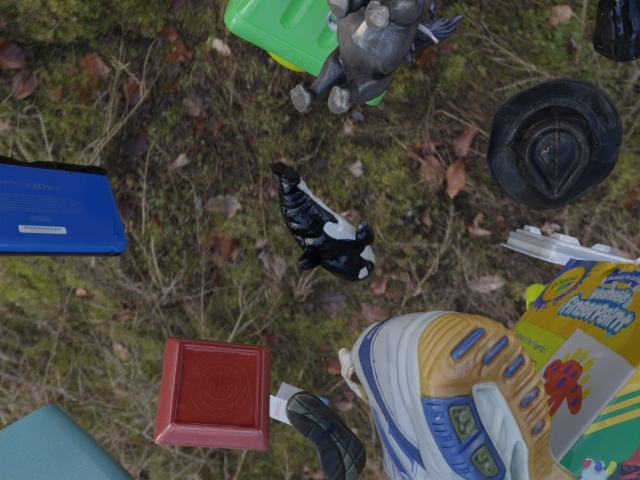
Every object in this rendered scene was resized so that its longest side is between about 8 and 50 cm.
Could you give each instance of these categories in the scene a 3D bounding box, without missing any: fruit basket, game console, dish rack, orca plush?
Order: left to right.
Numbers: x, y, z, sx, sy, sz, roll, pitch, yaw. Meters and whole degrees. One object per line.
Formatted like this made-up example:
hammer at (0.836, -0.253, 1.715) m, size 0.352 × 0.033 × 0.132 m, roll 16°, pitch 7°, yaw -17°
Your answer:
game console at (-0.506, -0.051, 1.039) m, size 0.293 × 0.250 × 0.173 m, roll 2°, pitch 148°, yaw -48°
fruit basket at (-0.024, -0.446, 1.342) m, size 0.392 × 0.283 × 0.392 m, roll 6°, pitch 150°, yaw 3°
orca plush at (0.000, 0.000, 1.048) m, size 0.151 × 0.102 × 0.287 m, roll 9°, pitch 150°, yaw 27°
dish rack at (0.629, 0.034, 1.523) m, size 0.332 × 0.285 × 0.072 m, roll 13°, pitch 97°, yaw -8°

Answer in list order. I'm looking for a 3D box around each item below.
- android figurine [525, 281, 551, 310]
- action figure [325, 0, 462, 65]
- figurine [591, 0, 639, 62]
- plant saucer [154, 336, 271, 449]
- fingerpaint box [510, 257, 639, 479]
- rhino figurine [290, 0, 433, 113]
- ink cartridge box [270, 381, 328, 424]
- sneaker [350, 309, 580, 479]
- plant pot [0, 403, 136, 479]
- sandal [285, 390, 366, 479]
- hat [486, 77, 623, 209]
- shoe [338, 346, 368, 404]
android figurine at (0.467, 0.180, 1.178) m, size 0.248 × 0.273 × 0.056 m, roll 41°, pitch 124°, yaw -10°
action figure at (0.092, -0.315, 0.908) m, size 0.164 × 0.276 × 0.141 m, roll -26°, pitch 105°, yaw 2°
figurine at (0.506, -0.409, 0.947) m, size 0.215 × 0.092 × 0.209 m, roll -38°, pitch 144°, yaw -5°
plant saucer at (-0.238, 0.343, 1.479) m, size 0.258 × 0.259 × 0.048 m, roll 8°, pitch 145°, yaw -14°
fingerpaint box at (0.312, 0.212, 0.766) m, size 0.163 × 0.445 × 0.371 m, roll 39°, pitch 92°, yaw 4°
rhino figurine at (0.060, -0.213, 0.567) m, size 0.073 × 0.106 × 0.243 m, roll 43°, pitch 137°, yaw 11°
ink cartridge box at (-0.077, 0.477, 1.836) m, size 0.181 × 0.061 × 0.104 m, roll 20°, pitch 130°, yaw 8°
sneaker at (0.116, 0.183, 0.467) m, size 0.112 × 0.131 × 0.296 m, roll -24°, pitch 99°, yaw -28°
plant pot at (-0.124, 0.214, 0.327) m, size 0.165 × 0.234 × 0.165 m, roll -29°, pitch 172°, yaw -23°
sandal at (0.008, 0.352, 1.158) m, size 0.090 × 0.060 × 0.219 m, roll -38°, pitch 108°, yaw 1°
hat at (0.533, -0.189, 1.445) m, size 0.331 × 0.134 × 0.331 m, roll 5°, pitch 125°, yaw 7°
shoe at (0.091, 0.283, 1.335) m, size 0.076 × 0.058 × 0.219 m, roll -46°, pitch 144°, yaw -10°
